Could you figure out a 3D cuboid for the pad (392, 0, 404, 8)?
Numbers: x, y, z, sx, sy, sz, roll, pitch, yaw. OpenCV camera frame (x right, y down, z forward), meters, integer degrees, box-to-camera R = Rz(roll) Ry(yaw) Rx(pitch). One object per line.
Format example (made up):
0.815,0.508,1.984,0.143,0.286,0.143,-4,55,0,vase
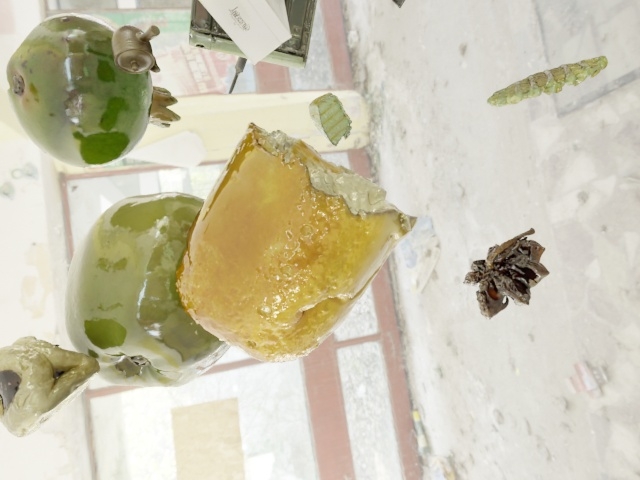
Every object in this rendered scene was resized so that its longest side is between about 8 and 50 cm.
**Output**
0.176,-0.747,1.112,0.233,0.022,0.174,44,122,1,pad

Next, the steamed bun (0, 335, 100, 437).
-0.528,0.250,0.800,0.155,0.141,0.172,47,-154,-3,steamed bun

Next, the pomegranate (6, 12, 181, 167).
-0.458,-0.298,0.946,0.216,0.358,0.310,38,115,29,pomegranate

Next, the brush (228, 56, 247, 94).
-0.322,-0.658,1.689,0.063,0.016,0.193,45,119,39,brush

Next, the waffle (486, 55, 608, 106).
0.413,-0.291,0.802,0.036,0.169,0.183,67,163,-15,waffle

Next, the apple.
-0.377,0.120,1.061,0.473,0.473,0.474,172,90,-77,apple

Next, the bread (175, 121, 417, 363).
-0.060,0.021,0.784,0.394,0.361,0.250,-58,3,3,bread

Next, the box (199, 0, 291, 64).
-0.177,-0.567,0.966,0.203,0.116,0.274,38,-148,-47,box

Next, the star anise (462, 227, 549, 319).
0.434,0.075,1.041,0.190,0.125,0.220,-46,17,37,star anise

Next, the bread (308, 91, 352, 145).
0.019,-0.384,1.353,0.110,0.103,0.156,34,159,46,bread

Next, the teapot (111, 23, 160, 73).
-0.308,-0.340,0.754,0.110,0.085,0.080,-26,74,35,teapot

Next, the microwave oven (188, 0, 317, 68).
-0.223,-0.776,1.451,0.247,0.394,0.333,-113,32,-61,microwave oven
